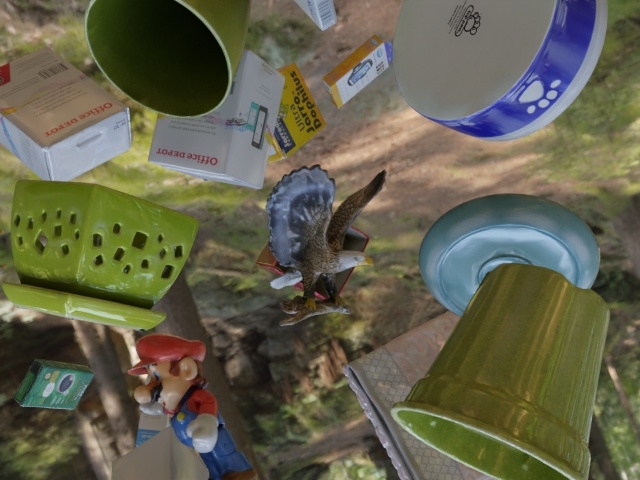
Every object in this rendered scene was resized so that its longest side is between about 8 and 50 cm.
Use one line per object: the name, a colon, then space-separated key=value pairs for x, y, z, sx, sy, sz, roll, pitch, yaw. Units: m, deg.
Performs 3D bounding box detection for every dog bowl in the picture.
dog bowl: x=0.219 y=-0.266 z=0.939 sx=0.104 sy=0.265 sz=0.265 roll=10 pitch=159 yaw=-38

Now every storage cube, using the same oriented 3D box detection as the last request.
storage cube: x=-0.023 y=0.026 z=1.846 sx=0.215 sy=0.183 sz=0.193 roll=-61 pitch=-163 yaw=-9

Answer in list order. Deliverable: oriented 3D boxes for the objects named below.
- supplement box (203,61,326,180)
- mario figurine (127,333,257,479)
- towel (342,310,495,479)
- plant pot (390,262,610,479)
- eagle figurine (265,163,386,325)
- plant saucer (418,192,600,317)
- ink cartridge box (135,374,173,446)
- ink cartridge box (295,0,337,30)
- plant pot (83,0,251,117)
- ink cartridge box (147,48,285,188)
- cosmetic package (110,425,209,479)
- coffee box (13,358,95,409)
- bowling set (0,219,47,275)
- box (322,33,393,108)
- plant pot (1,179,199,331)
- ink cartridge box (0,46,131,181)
supplement box: x=-0.198 y=-0.315 z=1.990 sx=0.356 sy=0.194 sz=0.195 roll=-8 pitch=-152 yaw=44
mario figurine: x=-0.254 y=0.318 z=1.305 sx=0.198 sy=0.321 sz=0.170 roll=-34 pitch=170 yaw=21
towel: x=0.247 y=0.323 z=1.443 sx=0.316 sy=0.332 sz=0.053 roll=-20 pitch=159 yaw=-29
plant pot: x=0.272 y=0.181 z=1.013 sx=0.254 sy=0.276 sz=0.276 roll=-63 pitch=-163 yaw=-20
eagle figurine: x=0.011 y=0.001 z=1.422 sx=0.225 sy=0.299 sz=0.226 roll=2 pitch=-173 yaw=2
plant saucer: x=0.334 y=0.054 z=1.310 sx=0.317 sy=0.318 sz=0.044 roll=-22 pitch=-147 yaw=27
ink cartridge box: x=-0.354 y=0.362 z=1.609 sx=0.061 sy=0.181 sz=0.104 roll=6 pitch=162 yaw=-4
ink cartridge box: x=-0.059 y=-0.573 z=1.493 sx=0.045 sy=0.224 sz=0.223 roll=-33 pitch=151 yaw=-6
plant pot: x=-0.239 y=-0.427 z=1.350 sx=0.274 sy=0.275 sz=0.294 roll=-22 pitch=-144 yaw=43
ink cartridge box: x=-0.227 y=-0.272 z=1.636 sx=0.198 sy=0.270 sz=0.197 roll=12 pitch=179 yaw=21
cosmetic package: x=-0.274 y=0.532 z=1.322 sx=0.155 sy=0.197 sz=0.365 roll=-34 pitch=-157 yaw=2
coffee box: x=-0.656 y=0.358 z=1.817 sx=0.113 sy=0.040 sz=0.184 roll=-61 pitch=152 yaw=0
bowling set: x=-0.736 y=-0.009 z=1.541 sx=0.287 sy=0.154 sz=0.200 roll=-27 pitch=-134 yaw=-31
box: x=0.068 y=-0.297 z=1.274 sx=0.136 sy=0.028 sz=0.081 roll=-42 pitch=160 yaw=-4
plant pot: x=-0.369 y=0.030 z=1.205 sx=0.228 sy=0.207 sz=0.227 roll=4 pitch=169 yaw=38
ink cartridge box: x=-0.618 y=-0.287 z=1.677 sx=0.226 sy=0.306 sz=0.131 roll=-36 pitch=154 yaw=-33
